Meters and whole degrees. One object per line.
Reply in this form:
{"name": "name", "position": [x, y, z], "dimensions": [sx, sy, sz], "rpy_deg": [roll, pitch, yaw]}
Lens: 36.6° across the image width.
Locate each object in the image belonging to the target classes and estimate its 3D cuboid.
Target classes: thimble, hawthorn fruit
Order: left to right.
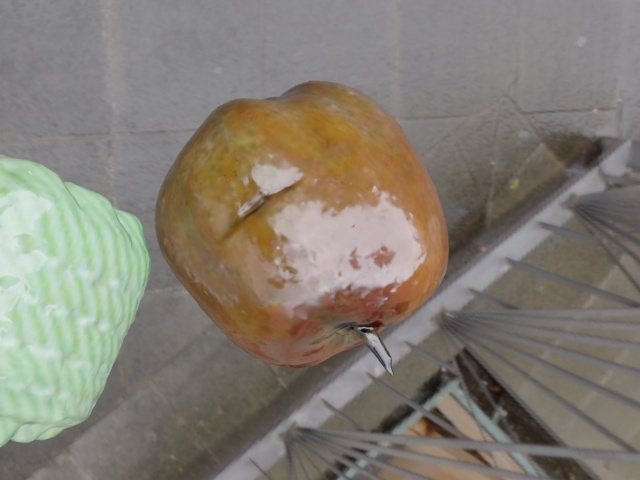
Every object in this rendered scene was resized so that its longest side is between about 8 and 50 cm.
{"name": "thimble", "position": [-0.209, 0.023, 0.528], "dimensions": [0.219, 0.219, 0.150], "rpy_deg": [25, 81, -30]}
{"name": "hawthorn fruit", "position": [0.000, 0.000, 0.951], "dimensions": [0.268, 0.267, 0.300], "rpy_deg": [-33, 74, -17]}
